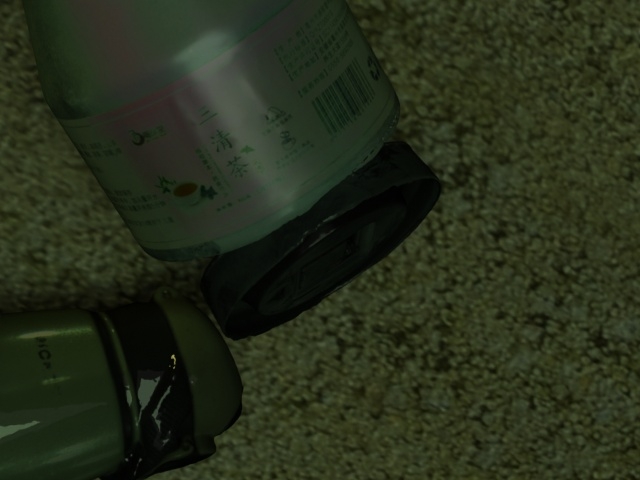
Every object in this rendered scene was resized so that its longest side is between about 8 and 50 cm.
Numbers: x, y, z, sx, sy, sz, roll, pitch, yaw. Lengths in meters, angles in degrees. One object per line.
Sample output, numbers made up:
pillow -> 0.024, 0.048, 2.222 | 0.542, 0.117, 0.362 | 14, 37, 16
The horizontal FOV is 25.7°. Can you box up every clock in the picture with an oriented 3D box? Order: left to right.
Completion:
clock -> 0.000, 0.000, 1.189 | 0.226, 0.226, 0.049 | -33, 75, -6

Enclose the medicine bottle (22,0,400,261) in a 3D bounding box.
medicine bottle -> -0.107, -0.166, 1.076 | 0.245, 0.245, 0.290 | -34, 111, -6

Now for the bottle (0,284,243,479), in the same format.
bottle -> -0.238, 0.137, 1.171 | 0.347, 0.168, 0.168 | -10, 110, -19
